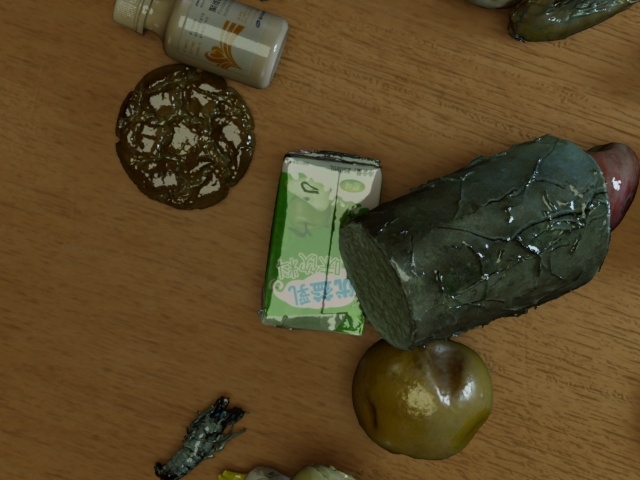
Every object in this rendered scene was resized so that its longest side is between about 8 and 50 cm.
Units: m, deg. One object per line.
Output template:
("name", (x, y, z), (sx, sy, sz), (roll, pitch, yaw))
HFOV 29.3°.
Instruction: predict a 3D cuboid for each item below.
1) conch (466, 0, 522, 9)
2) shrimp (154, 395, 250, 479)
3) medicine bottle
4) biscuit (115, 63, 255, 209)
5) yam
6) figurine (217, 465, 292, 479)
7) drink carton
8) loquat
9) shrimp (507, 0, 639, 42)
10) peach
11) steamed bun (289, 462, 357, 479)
("conch", (0.262, -0.430, 1.789), (0.274, 0.149, 0.183), (8, 91, -2))
("shrimp", (-0.182, 0.319, 1.891), (0.174, 0.076, 0.082), (-47, 115, 4))
("medicine bottle", (-0.180, -0.314, 1.818), (0.252, 0.114, 0.114), (19, 94, 0))
("biscuit", (-0.206, -0.158, 1.867), (0.225, 0.042, 0.226), (0, 94, 1))
("yam", (0.217, 0.008, 1.747), (0.348, 0.241, 0.241), (-21, 95, -18))
("figurine", (-0.096, 0.439, 1.899), (0.129, 0.109, 0.178), (5, 98, 22))
("drink carton", (0.000, 0.000, 1.845), (0.161, 0.108, 0.271), (7, 94, 0))
("loquat", (0.152, 0.224, 1.820), (0.213, 0.213, 0.213), (0, 95, 0))
("shrimp", (0.389, -0.363, 1.792), (0.253, 0.173, 0.058), (-25, 70, 8))
("peach", (0.400, -0.073, 1.834), (0.152, 0.152, 0.152), (0, 95, 0))
("steamed bun", (0.033, 0.474, 1.812), (0.273, 0.166, 0.232), (42, 77, -38))
